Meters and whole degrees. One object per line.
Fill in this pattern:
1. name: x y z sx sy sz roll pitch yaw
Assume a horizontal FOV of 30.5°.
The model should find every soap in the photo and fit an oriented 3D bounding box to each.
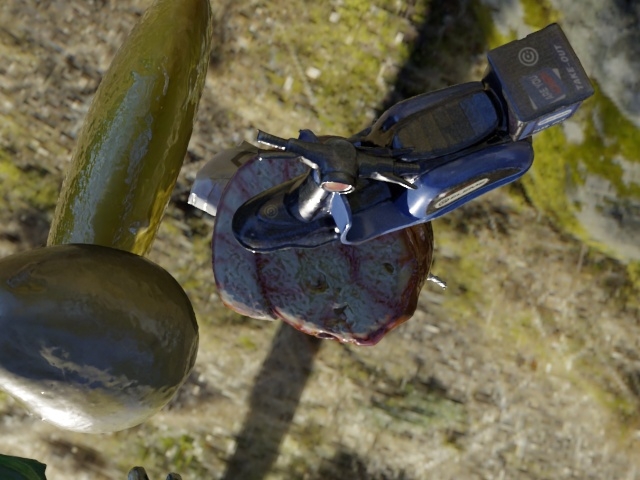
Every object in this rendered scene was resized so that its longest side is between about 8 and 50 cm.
1. soap: -0.209 -0.077 1.258 0.115 0.306 0.427 22 117 -4

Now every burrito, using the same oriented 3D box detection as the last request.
1. burrito: 0.009 -0.031 1.912 0.445 0.139 0.101 23 155 -3

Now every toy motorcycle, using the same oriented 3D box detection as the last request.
1. toy motorcycle: 0.077 -0.086 1.167 0.212 0.358 0.125 98 147 -74

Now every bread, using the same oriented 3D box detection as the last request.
1. bread: 0.003 -0.002 1.720 0.327 0.114 0.295 16 111 23

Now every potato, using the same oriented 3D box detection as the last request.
1. potato: -0.209 0.085 1.041 0.235 0.178 0.160 24 -168 -42

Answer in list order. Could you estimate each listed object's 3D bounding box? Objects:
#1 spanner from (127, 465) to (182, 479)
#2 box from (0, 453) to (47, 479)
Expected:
1. spanner: -0.191 0.432 1.592 0.095 0.325 0.040 16 118 -34
2. box: -0.504 0.371 1.404 0.336 0.264 0.106 15 164 -21
